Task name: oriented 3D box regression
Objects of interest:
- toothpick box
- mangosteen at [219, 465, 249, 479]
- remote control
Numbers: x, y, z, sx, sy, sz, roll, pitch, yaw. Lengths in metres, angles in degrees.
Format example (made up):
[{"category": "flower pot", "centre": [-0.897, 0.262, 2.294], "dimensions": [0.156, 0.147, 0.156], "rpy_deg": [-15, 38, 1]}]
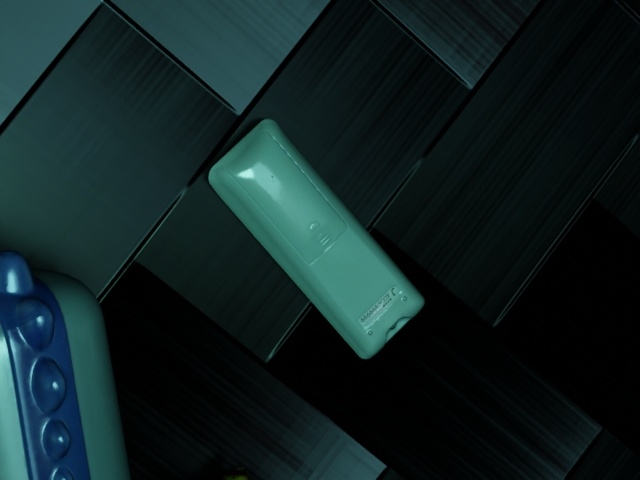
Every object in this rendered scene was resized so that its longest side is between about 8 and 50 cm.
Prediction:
[{"category": "toothpick box", "centre": [-0.314, 0.178, 1.896], "dimensions": [0.263, 0.263, 0.354], "rpy_deg": [-10, 98, -18]}, {"category": "mangosteen", "centre": [-0.075, 0.434, 2.004], "dimensions": [0.311, 0.311, 0.311], "rpy_deg": [-2, 97, -19]}, {"category": "remote control", "centre": [0.000, 0.000, 2.096], "dimensions": [0.103, 0.051, 0.293], "rpy_deg": [-44, 109, -10]}]
